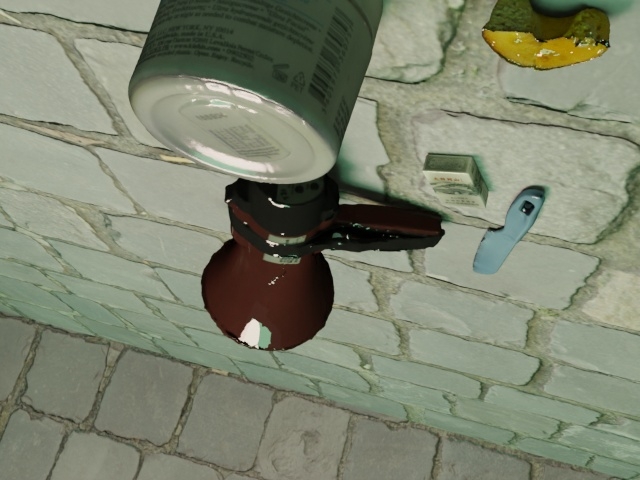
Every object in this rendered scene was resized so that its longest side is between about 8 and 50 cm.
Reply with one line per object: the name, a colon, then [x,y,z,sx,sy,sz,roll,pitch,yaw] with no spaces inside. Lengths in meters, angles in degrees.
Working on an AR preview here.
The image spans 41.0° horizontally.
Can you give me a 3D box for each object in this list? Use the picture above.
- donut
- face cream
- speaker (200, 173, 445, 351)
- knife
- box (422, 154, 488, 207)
donut: [0.173,-0.161,0.646,0.083,0.037,0.067,-7,147,40]
face cream: [-0.051,-0.148,0.697,0.177,0.152,0.177,15,162,5]
speaker: [-0.012,0.021,1.104,0.259,0.198,0.329,31,152,0]
knife: [0.227,-0.002,1.070,0.045,0.019,0.313,23,162,8]
box: [0.151,-0.065,0.948,0.054,0.024,0.083,8,159,28]
